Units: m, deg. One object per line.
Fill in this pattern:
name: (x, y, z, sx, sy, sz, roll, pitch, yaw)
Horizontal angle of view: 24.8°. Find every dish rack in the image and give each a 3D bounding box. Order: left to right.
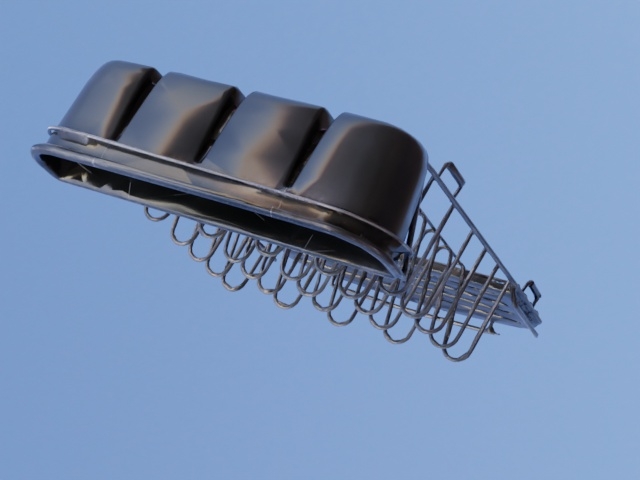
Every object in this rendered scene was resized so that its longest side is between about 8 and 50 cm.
dish rack: (0.000, 0.000, 0.782, 0.074, 0.208, 0.271, -65, -31, -13)
